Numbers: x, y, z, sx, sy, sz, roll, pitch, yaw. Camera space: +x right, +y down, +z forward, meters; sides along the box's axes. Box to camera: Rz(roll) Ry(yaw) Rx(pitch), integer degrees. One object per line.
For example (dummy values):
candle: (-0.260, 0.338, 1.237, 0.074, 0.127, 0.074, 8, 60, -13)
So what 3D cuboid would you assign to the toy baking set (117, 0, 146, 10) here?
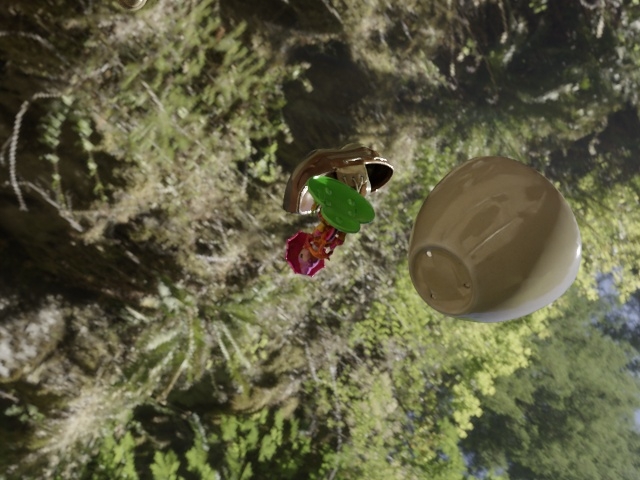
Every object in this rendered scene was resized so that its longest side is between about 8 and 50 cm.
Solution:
toy baking set: (-0.108, -0.270, 0.725, 0.197, 0.030, 0.256, -27, -156, 2)

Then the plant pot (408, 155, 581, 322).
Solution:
plant pot: (0.255, 0.024, 1.274, 0.284, 0.284, 0.191, 14, -147, 42)

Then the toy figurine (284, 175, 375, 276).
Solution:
toy figurine: (0.000, 0.000, 1.310, 0.159, 0.130, 0.173, -60, -166, 26)

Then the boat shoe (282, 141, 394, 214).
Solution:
boat shoe: (0.049, -0.129, 1.615, 0.120, 0.122, 0.324, 24, -147, 25)
